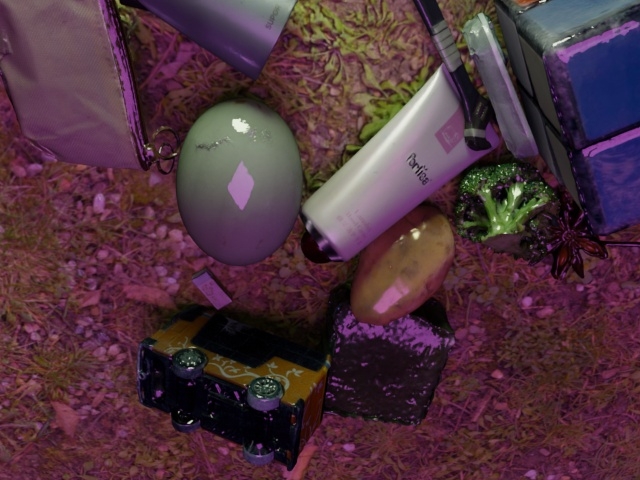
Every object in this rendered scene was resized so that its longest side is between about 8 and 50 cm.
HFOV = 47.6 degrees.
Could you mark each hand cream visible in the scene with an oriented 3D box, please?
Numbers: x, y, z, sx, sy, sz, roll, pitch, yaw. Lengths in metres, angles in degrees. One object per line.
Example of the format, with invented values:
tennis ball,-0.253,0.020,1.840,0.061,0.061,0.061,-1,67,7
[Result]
hand cream,0.128,-0.114,1.205,0.358,0.118,0.185,-41,115,-1

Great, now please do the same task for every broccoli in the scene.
broccoli,0.318,-0.045,1.242,0.195,0.156,0.195,9,142,7

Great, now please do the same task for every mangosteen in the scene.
mangosteen,0.002,0.003,1.301,0.080,0.081,0.081,-2,121,-3

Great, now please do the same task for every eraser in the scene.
eraser,-0.205,0.091,1.370,0.038,0.019,0.083,-28,118,15

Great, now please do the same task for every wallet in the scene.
wallet,-0.370,-0.250,1.084,0.274,0.068,0.336,2,120,21

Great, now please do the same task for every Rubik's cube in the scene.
Rubik's cube,0.460,-0.245,1.040,0.318,0.313,0.316,-20,120,10

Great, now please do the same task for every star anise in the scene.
star anise,0.474,0.008,1.324,0.234,0.073,0.177,38,104,-5

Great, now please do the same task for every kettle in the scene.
kettle,-0.149,-0.380,1.030,0.243,0.160,0.211,28,97,-12

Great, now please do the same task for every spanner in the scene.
spanner,0.214,-0.286,1.155,0.087,0.024,0.316,-43,116,-25

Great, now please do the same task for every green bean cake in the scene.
green bean cake,0.114,0.220,1.403,0.241,0.132,0.255,10,115,-5

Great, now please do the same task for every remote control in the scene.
remote control,0.287,-0.239,1.147,0.052,0.104,0.247,-22,113,16

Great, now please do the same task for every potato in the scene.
potato,0.147,0.046,1.285,0.161,0.128,0.235,16,82,3

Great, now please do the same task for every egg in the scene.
egg,-0.129,-0.090,1.159,0.202,0.203,0.283,3,123,-5

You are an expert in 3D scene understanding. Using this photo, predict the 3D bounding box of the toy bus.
toy bus,-0.153,0.256,1.315,0.323,0.194,0.162,18,121,19
